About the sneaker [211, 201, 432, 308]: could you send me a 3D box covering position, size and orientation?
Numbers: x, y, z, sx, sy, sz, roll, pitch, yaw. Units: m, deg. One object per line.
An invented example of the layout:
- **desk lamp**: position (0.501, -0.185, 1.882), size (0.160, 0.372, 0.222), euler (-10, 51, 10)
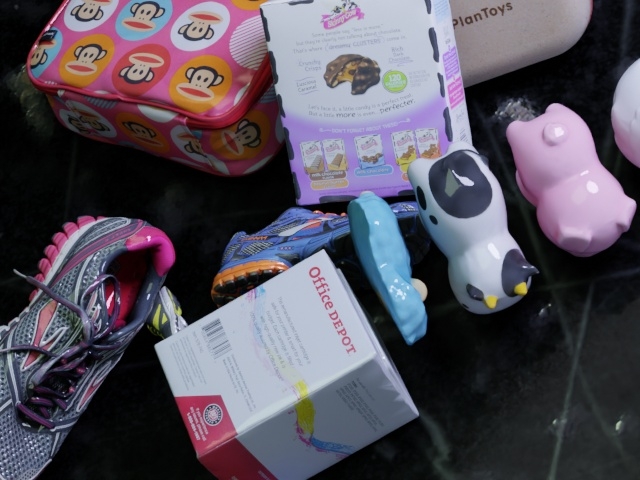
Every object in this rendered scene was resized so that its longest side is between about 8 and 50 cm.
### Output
- **sneaker**: position (0.000, 0.000, 1.500), size (0.221, 0.083, 0.087), euler (-15, 47, 11)

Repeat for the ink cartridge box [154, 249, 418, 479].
- **ink cartridge box**: position (-0.027, 0.122, 1.403), size (0.176, 0.127, 0.128), euler (-29, 52, 5)

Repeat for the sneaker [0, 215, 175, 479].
- **sneaker**: position (-0.243, 0.102, 1.501), size (0.112, 0.121, 0.299), euler (1, 59, 47)

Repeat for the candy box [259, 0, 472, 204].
- **candy box**: position (0.046, -0.141, 1.496), size (0.165, 0.196, 0.070), euler (-4, 16, 22)

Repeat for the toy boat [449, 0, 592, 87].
- **toy boat**: position (0.144, -0.243, 1.568), size (0.231, 0.151, 0.151), euler (-17, 24, 13)

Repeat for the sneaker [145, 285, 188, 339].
- **sneaker**: position (-0.148, 0.083, 1.546), size (0.035, 0.031, 0.083), euler (-32, 44, 11)

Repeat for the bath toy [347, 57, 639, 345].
- **bath toy**: position (0.203, -0.036, 1.397), size (0.348, 0.151, 0.129), euler (-27, 30, -2)

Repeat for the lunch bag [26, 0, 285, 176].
- **lunch bag**: position (-0.132, -0.213, 1.673), size (0.293, 0.120, 0.258), euler (15, 63, 29)
